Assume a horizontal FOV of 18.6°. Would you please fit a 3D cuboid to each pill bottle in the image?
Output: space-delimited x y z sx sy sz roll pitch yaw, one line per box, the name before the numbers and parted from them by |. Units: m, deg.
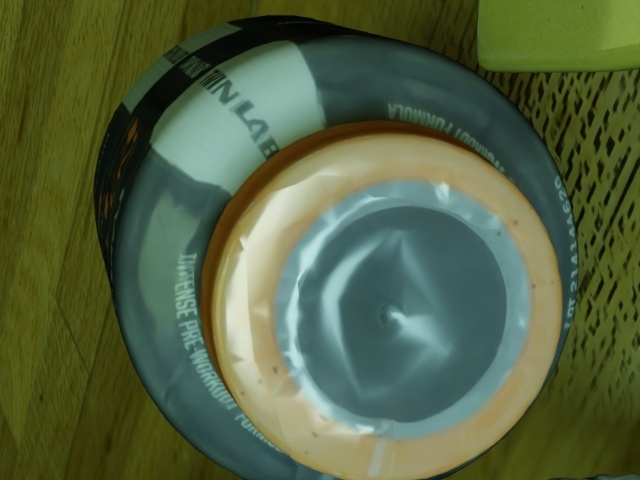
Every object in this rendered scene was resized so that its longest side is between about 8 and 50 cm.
pill bottle | 0.000 0.000 0.585 0.246 0.130 0.130 -137 46 -79

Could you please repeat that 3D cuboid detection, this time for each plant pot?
plant pot | 0.100 -0.082 0.514 0.083 0.081 0.081 16 108 53

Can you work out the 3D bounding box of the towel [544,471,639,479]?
towel | 0.045 0.208 0.495 0.121 0.235 0.283 122 135 -55
